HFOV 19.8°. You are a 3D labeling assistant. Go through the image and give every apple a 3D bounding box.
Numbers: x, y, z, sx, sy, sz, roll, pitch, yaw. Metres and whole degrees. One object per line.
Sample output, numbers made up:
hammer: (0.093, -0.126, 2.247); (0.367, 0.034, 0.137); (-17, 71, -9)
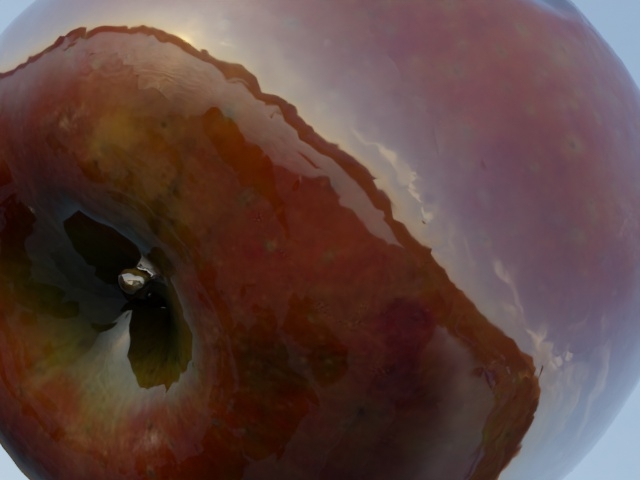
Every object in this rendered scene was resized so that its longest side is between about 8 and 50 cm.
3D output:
apple: (0.000, 0.000, 0.585); (0.230, 0.230, 0.230); (31, -31, 22)
